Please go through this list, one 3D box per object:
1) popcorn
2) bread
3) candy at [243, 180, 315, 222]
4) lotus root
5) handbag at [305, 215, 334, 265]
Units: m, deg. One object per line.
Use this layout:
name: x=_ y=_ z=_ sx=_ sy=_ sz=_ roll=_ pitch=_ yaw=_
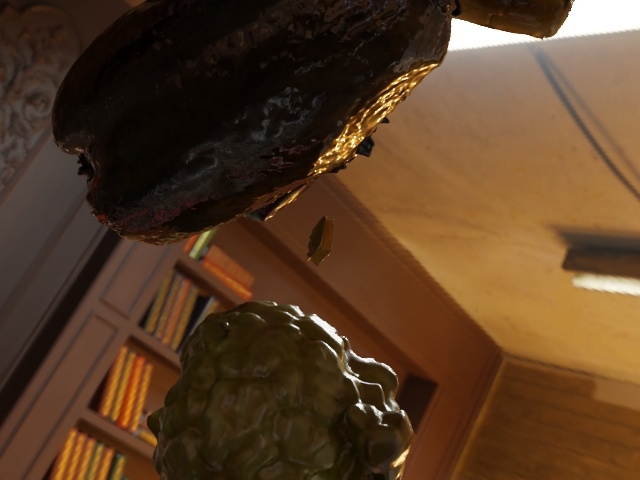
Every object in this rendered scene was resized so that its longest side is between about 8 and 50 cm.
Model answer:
popcorn: x=-0.025 y=0.164 z=0.709 sx=0.251 sy=0.206 sz=0.237 roll=10 pitch=-36 yaw=37
bread: x=0.134 y=-0.190 z=0.606 sx=0.105 sy=0.072 sz=0.053 roll=17 pitch=4 yaw=18
candy: x=-0.048 y=-0.058 z=0.961 sx=0.043 sy=0.175 sz=0.045 roll=51 pitch=-23 yaw=10
lotus root: x=-0.063 y=-0.082 z=0.514 sx=0.329 sy=0.078 sz=0.167 roll=-27 pitch=-71 yaw=40
handbag: x=0.000 y=0.000 z=1.579 sx=0.027 sy=0.083 sz=0.061 roll=24 pitch=-44 yaw=-18
